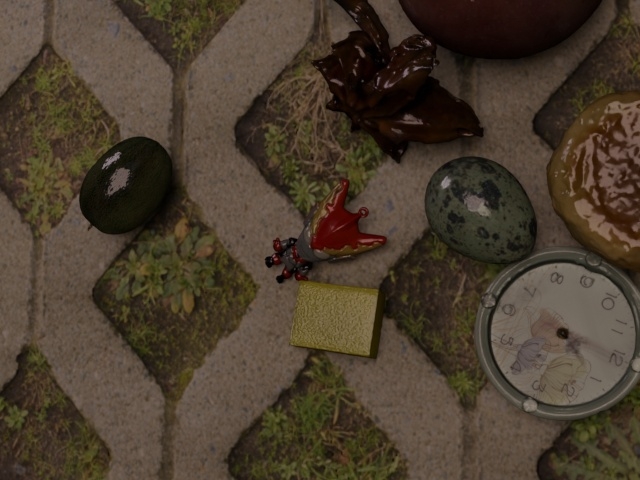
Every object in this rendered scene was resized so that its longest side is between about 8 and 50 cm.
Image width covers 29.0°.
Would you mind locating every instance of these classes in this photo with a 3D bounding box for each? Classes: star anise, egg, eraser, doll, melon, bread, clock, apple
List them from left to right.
[{"bbox_3d":[-0.290,-0.078,1.825,0.114,0.114,0.167,43,92,16],"label":"melon"},{"bbox_3d":[0.000,0.000,1.778,0.169,0.057,0.109,-33,90,21],"label":"doll"},{"bbox_3d":[0.024,0.112,1.758,0.122,0.045,0.097,6,82,16],"label":"eraser"},{"bbox_3d":[0.079,-0.249,1.728,0.148,0.237,0.346,-33,79,-27],"label":"star anise"},{"bbox_3d":[0.220,-0.038,1.687,0.172,0.132,0.132,43,93,17],"label":"egg"},{"bbox_3d":[0.244,-0.390,1.681,0.306,0.235,0.305,-1,84,10],"label":"apple"},{"bbox_3d":[0.327,0.126,1.677,0.236,0.053,0.236,-2,79,12],"label":"clock"},{"bbox_3d":[0.423,-0.077,1.643,0.244,0.134,0.244,-3,76,11],"label":"bread"}]
